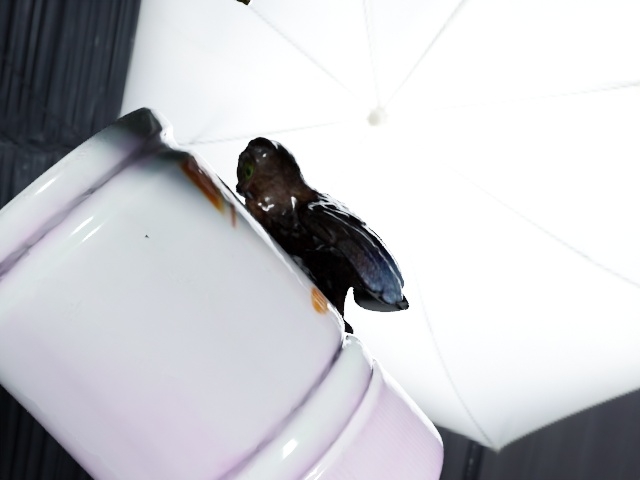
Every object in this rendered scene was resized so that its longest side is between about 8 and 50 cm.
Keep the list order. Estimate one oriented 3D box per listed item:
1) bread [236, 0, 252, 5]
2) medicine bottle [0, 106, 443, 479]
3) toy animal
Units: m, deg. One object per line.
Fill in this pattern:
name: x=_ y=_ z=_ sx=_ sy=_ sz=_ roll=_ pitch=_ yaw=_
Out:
bread: x=-0.042 y=-0.217 z=0.562 sx=0.066 sy=0.110 sz=0.060 roll=38 pitch=31 yaw=-9
medicine bottle: x=-0.087 y=0.088 z=0.592 sx=0.316 sy=0.202 sz=0.202 roll=50 pitch=0 yaw=-9
toy animal: x=-0.004 y=-0.007 z=0.727 sx=0.116 sy=0.180 sz=0.218 roll=-18 pitch=7 yaw=-23
